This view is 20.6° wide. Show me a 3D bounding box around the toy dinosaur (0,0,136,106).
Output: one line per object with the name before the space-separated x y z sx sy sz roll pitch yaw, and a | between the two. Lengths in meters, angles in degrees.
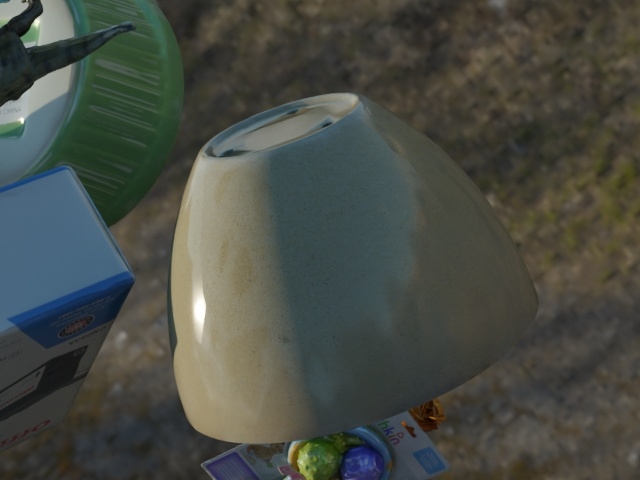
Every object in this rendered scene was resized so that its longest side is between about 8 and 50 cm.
toy dinosaur | -0.307 -0.186 1.735 0.268 0.064 0.118 -26 59 11

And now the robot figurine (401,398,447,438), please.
robot figurine | 0.049 0.097 2.121 0.085 0.211 0.291 -30 69 38

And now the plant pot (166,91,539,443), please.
plant pot | 0.000 0.000 1.323 0.284 0.191 0.284 -18 17 6

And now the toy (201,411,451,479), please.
toy | 0.003 0.253 1.872 0.237 0.137 0.056 -25 28 25

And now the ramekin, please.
ramekin | -0.311 -0.159 1.905 0.303 0.148 0.303 -7 77 32

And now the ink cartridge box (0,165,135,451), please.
ink cartridge box | -0.317 0.093 1.543 0.223 0.129 0.307 -24 -18 -31

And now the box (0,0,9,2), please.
box | -0.343 -0.286 1.721 0.100 0.060 0.244 -6 22 -1
